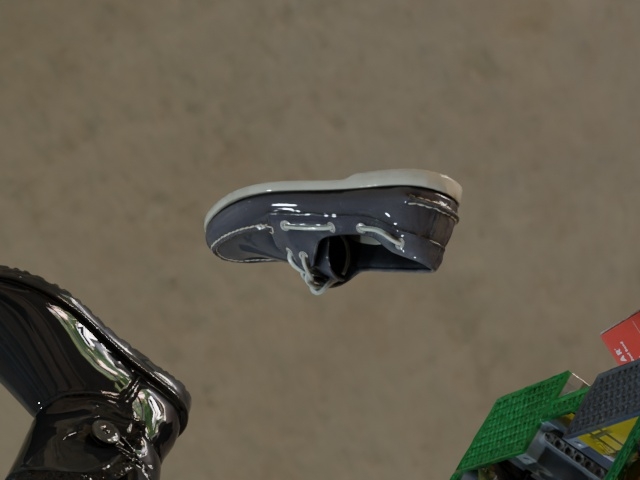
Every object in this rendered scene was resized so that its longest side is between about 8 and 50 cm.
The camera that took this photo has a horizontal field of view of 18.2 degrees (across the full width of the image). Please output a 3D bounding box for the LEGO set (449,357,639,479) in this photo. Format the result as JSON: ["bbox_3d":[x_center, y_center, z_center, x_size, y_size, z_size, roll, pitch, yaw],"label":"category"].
[{"bbox_3d":[0.152,0.188,0.900,0.192,0.331,0.255,35,62,-6],"label":"LEGO set"}]

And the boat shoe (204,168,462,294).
[{"bbox_3d":[0.000,0.000,1.310,0.206,0.075,0.065,-9,65,38],"label":"boat shoe"}]

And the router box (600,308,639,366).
[{"bbox_3d":[0.475,0.010,1.898,0.335,0.301,0.082,-25,82,-41],"label":"router box"}]

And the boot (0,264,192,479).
[{"bbox_3d":[-0.226,0.142,1.647,0.246,0.207,0.094,34,118,-9],"label":"boot"}]
